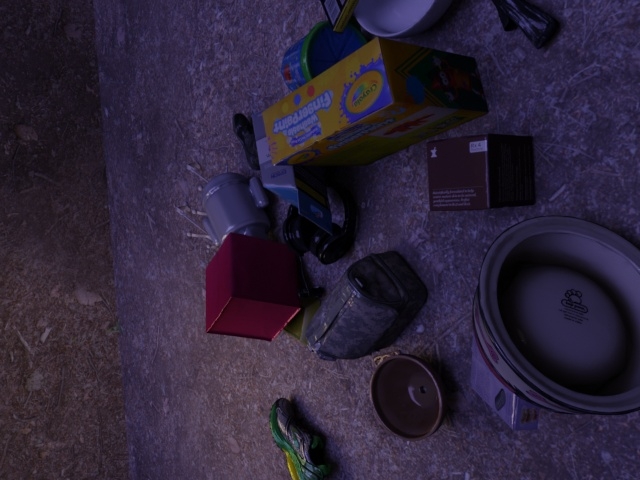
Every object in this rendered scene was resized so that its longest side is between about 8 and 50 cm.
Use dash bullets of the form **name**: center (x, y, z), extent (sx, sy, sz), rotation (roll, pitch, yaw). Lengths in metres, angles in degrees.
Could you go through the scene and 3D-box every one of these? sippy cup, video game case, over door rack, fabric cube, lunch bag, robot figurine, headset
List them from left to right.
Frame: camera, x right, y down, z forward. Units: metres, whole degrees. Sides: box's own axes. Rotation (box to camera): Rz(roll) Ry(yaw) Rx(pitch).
- **over door rack**: center (-0.510, -0.146, 2.445), extent (0.324, 0.108, 0.240), rotation (43, 124, 36)
- **robot figurine**: center (-0.316, -0.106, 2.162), extent (0.300, 0.199, 0.354), rotation (-35, 67, 20)
- **fabric cube**: center (-0.239, 0.167, 2.014), extent (0.259, 0.254, 0.258), rotation (-50, 38, 43)
- **sippy cup**: center (0.000, -0.525, 1.755), extent (0.224, 0.305, 0.240), rotation (14, 134, 58)
- **headset**: center (0.000, 0.000, 1.897), extent (0.243, 0.185, 0.394), rotation (18, 96, 36)
- **video game case**: center (0.062, -0.747, 1.575), extent (0.248, 0.035, 0.275), rotation (-56, 41, 46)
- **lunch bag**: center (0.113, 0.199, 1.682), extent (0.213, 0.256, 0.305), rotation (55, 131, 28)

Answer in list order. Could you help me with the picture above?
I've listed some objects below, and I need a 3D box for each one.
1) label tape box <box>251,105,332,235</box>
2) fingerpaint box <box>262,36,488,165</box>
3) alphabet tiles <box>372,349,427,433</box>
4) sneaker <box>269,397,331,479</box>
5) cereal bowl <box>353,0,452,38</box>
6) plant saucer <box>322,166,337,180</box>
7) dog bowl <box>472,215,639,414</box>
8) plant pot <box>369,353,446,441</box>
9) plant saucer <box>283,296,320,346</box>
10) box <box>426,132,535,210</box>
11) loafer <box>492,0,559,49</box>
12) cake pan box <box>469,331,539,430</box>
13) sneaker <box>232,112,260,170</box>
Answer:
- **label tape box**: center (-0.078, -0.193, 1.730), extent (0.115, 0.249, 0.348), rotation (-16, 71, 20)
- **fingerpaint box**: center (0.131, -0.334, 1.510), extent (0.444, 0.371, 0.163), rotation (-18, 82, 48)
- **alphabet tiles**: center (0.233, 0.459, 1.768), extent (0.198, 0.009, 0.237), rotation (-28, 74, 46)
- **sneaker**: center (-0.064, 0.706, 2.069), extent (0.146, 0.134, 0.344), rotation (-42, 58, 15)
- **cereal bowl**: center (0.236, -0.694, 1.515), extent (0.339, 0.141, 0.339), rotation (8, 100, 48)
- **plant saucer**: center (-0.056, -0.311, 1.962), extent (0.310, 0.050, 0.311), rotation (8, 101, 46)
- **dog bowl**: center (0.492, 0.160, 1.176), extent (0.408, 0.407, 0.150), rotation (61, 161, 23)
- **plant pot**: center (0.264, 0.432, 1.645), extent (0.237, 0.109, 0.238), rotation (2, 94, 40)
- **plant saucer**: center (-0.088, 0.269, 2.073), extent (0.188, 0.045, 0.188), rotation (25, 113, 44)
- **box**: center (0.380, -0.159, 1.379), extent (0.168, 0.203, 0.167), rotation (2, 97, 49)
- **loafer**: center (0.446, -0.525, 1.351), extent (0.223, 0.076, 0.078), rotation (49, 121, 27)
- **cake pan box**: center (0.439, 0.272, 1.386), extent (0.246, 0.070, 0.267), rotation (-142, 53, -76)
- **sneaker**: center (-0.239, -0.384, 2.130), extent (0.130, 0.087, 0.228), rotation (-35, 72, 43)
